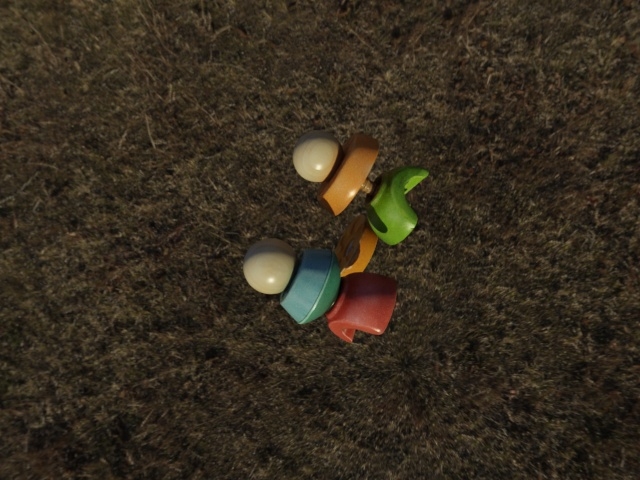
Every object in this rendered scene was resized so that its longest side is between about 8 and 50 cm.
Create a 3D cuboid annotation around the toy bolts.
[{"bbox_3d":[0.000,0.000,0.519,0.158,0.218,0.229,26,58,-11],"label":"toy bolts"}]
